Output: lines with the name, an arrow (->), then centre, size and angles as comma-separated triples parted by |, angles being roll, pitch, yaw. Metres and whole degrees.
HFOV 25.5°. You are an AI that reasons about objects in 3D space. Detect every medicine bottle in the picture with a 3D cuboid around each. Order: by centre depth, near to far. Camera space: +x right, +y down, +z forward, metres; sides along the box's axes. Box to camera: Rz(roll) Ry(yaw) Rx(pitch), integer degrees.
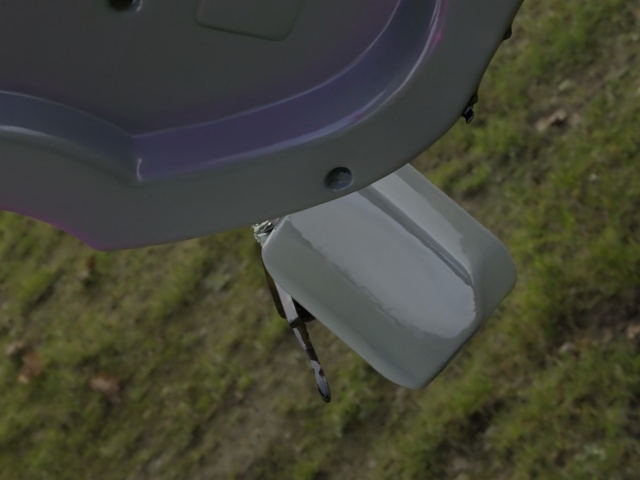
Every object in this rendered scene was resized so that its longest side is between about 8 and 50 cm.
medicine bottle -> 0.024, 0.001, 0.876 | 0.069, 0.183, 0.119 | -47, -6, -43

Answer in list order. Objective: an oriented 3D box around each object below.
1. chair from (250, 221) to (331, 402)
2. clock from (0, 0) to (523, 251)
chair -> 0.000, 0.000, 1.624 | 0.160, 0.186, 0.319 | -24, 45, 0
clock -> -0.070, -0.146, 0.466 | 0.338, 0.338, 0.102 | -39, 42, 15
